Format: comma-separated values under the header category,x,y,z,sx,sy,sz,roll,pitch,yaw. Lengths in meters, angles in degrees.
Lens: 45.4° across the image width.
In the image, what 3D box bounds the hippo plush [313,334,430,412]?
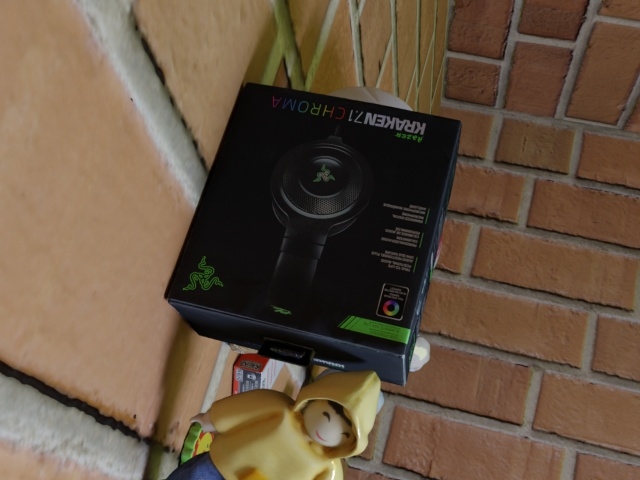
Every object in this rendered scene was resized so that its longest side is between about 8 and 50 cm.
category,x,y,z,sx,sy,sz,roll,pitch,yaw
hippo plush,0.050,0.249,1.585,0.236,0.234,0.294,-54,-157,-21

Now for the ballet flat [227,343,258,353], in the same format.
category,x,y,z,sx,sy,sz,roll,pitch,yaw
ballet flat,-0.070,0.047,0.978,0.073,0.067,0.206,-29,130,-74

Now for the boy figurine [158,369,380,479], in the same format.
category,x,y,z,sx,sy,sz,roll,pitch,yaw
boy figurine,-0.048,0.228,0.757,0.285,0.177,0.092,-36,176,19

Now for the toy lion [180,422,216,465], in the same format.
category,x,y,z,sx,sy,sz,roll,pitch,yaw
toy lion,-0.143,0.258,0.948,0.100,0.034,0.096,-65,155,-49

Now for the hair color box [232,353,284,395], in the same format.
category,x,y,z,sx,sy,sz,roll,pitch,yaw
hair color box,-0.083,0.173,1.108,0.141,0.043,0.072,-60,159,-60

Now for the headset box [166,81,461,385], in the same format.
category,x,y,z,sx,sy,sz,roll,pitch,yaw
headset box,0.000,0.000,0.822,0.131,0.246,0.283,75,31,-66

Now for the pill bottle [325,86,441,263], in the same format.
category,x,y,z,sx,sy,sz,roll,pitch,yaw
pill bottle,0.072,-0.058,1.154,0.408,0.229,0.229,66,37,-71
